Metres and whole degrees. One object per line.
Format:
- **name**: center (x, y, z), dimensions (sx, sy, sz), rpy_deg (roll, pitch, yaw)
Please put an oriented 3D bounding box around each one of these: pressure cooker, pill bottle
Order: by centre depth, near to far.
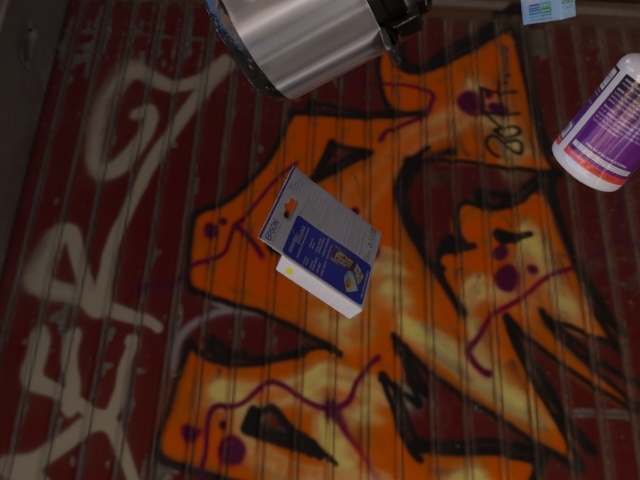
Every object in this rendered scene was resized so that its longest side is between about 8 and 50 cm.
- **pressure cooker**: center (0.008, -0.525, 1.208), dimensions (0.369, 0.421, 0.375), rpy_deg (58, -161, -31)
- **pill bottle**: center (0.676, -0.275, 1.315), dimensions (0.181, 0.182, 0.323), rpy_deg (-89, 25, -52)

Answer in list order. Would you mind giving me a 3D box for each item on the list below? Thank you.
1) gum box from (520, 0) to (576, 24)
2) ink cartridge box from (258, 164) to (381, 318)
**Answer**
- **gum box**: center (0.504, -0.589, 1.353), dimensions (0.157, 0.041, 0.184), rpy_deg (-130, 25, -71)
- **ink cartridge box**: center (0.000, 0.000, 1.503), dimensions (0.072, 0.307, 0.303), rpy_deg (-45, 16, 40)
